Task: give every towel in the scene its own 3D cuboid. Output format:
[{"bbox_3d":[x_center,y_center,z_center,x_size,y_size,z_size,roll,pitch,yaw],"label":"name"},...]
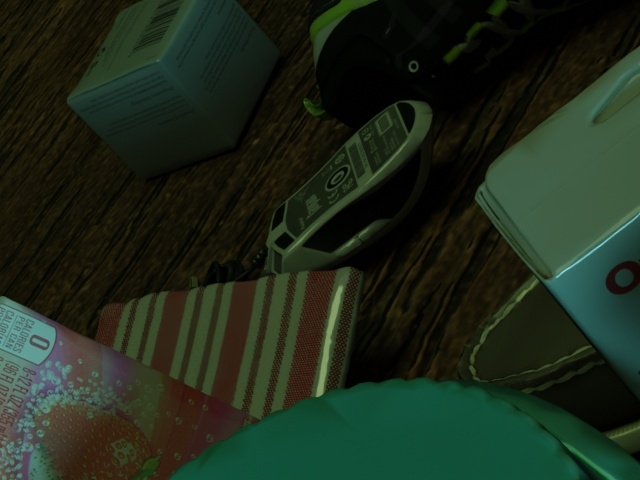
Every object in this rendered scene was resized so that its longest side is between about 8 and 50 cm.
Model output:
[{"bbox_3d":[-0.060,0.091,0.810,0.197,0.029,0.144,-10,60,41],"label":"towel"}]

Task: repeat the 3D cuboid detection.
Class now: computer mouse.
[{"bbox_3d":[0.000,0.000,0.882,0.193,0.042,0.106,-41,23,15],"label":"computer mouse"}]

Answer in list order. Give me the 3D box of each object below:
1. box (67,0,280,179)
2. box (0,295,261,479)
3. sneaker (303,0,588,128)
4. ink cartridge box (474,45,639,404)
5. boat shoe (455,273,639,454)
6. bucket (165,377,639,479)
[{"bbox_3d":[-0.102,-0.116,1.113,0.102,0.087,0.101,-17,37,40],"label":"box"},{"bbox_3d":[-0.137,0.195,0.606,0.154,0.142,0.300,-50,16,55],"label":"box"},{"bbox_3d":[0.088,-0.120,0.921,0.234,0.084,0.097,-17,62,40],"label":"sneaker"},{"bbox_3d":[0.155,0.015,0.524,0.127,0.175,0.072,-39,29,7],"label":"ink cartridge box"},{"bbox_3d":[0.181,-0.024,0.625,0.324,0.097,0.116,-33,30,17],"label":"boat shoe"},{"bbox_3d":[0.027,0.185,0.446,0.281,0.183,0.281,-31,31,21],"label":"bucket"}]
